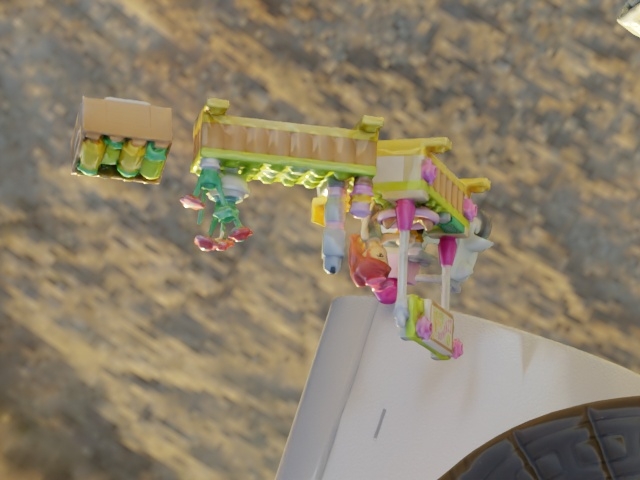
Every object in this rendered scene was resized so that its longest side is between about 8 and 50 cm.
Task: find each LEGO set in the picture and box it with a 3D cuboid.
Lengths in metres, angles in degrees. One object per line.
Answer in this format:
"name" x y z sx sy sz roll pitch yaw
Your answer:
"LEGO set" 0.000 0.000 1.032 0.132 0.107 0.287 -9 162 41

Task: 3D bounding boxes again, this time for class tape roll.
"tape roll" 0.098 0.152 1.249 0.246 0.169 0.246 18 170 3

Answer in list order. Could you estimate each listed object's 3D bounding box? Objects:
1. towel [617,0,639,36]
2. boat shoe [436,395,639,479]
"towel" 0.292 -0.089 1.008 0.324 0.056 0.312 41 173 -4
"boat shoe" 0.100 0.168 0.983 0.341 0.121 0.110 -19 159 15
